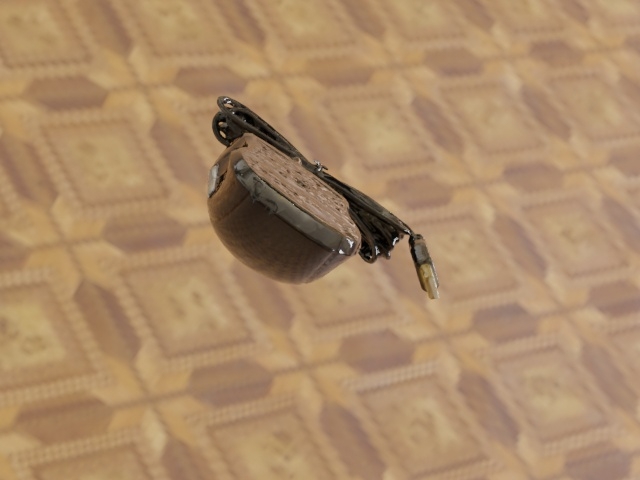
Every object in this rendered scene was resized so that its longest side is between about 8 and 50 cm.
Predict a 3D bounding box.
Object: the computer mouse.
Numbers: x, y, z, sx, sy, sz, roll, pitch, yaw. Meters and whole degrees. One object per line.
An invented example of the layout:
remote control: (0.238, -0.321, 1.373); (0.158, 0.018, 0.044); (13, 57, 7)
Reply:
computer mouse: (0.000, 0.000, 1.165); (0.184, 0.060, 0.262); (35, 9, -13)
